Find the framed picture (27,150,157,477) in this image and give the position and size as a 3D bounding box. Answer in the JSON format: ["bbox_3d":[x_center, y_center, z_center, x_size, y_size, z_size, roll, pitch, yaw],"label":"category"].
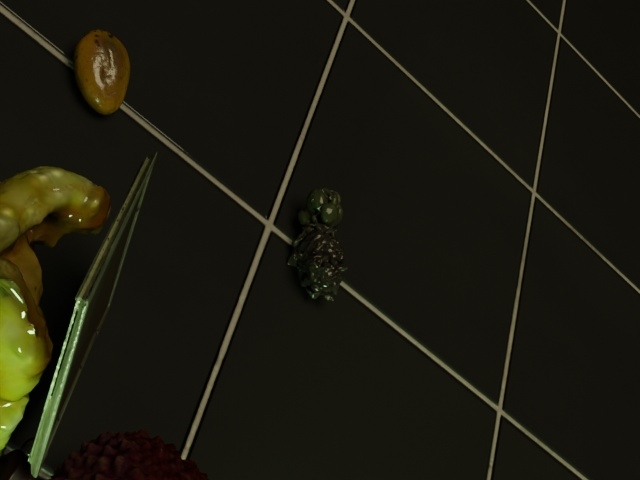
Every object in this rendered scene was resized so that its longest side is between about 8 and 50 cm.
[{"bbox_3d":[-0.235,0.065,1.157,0.019,0.232,0.296,19,30,-6],"label":"framed picture"}]

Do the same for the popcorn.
[{"bbox_3d":[-0.377,0.048,1.049,0.290,0.321,0.326,19,20,-31],"label":"popcorn"}]

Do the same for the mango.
[{"bbox_3d":[-0.282,-0.217,1.445,0.079,0.057,0.114,6,72,-48],"label":"mango"}]

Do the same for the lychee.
[{"bbox_3d":[-0.193,0.310,1.102,0.271,0.271,0.271,24,52,-35],"label":"lychee"}]

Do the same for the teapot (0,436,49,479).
[{"bbox_3d":[-0.310,0.245,1.135,0.045,0.068,0.100,45,73,-23],"label":"teapot"}]

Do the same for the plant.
[{"bbox_3d":[0.000,0.000,1.592,0.085,0.087,0.174,53,35,-58],"label":"plant"}]
